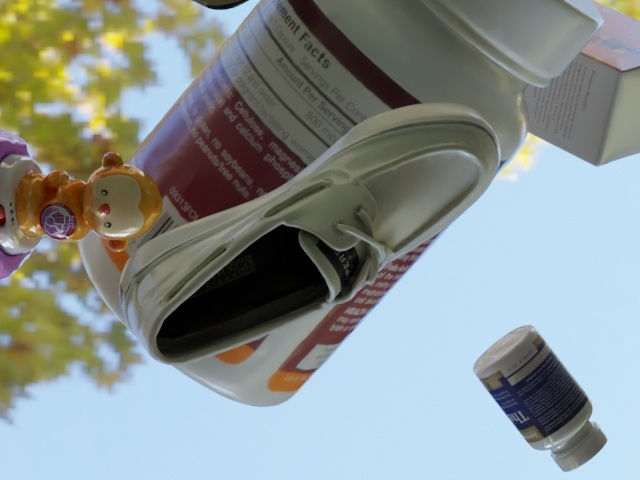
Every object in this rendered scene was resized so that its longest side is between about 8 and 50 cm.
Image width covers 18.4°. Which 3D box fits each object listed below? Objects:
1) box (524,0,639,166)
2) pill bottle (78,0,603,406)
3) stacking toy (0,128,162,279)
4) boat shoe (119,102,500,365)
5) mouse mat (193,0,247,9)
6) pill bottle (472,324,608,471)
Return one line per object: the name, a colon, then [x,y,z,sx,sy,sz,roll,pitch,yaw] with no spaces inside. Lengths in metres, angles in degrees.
box: [0.227,-0.148,1.736,0.130,0.170,0.091,-17,-54,-44]
pill bottle: [0.014,-0.082,1.499,0.392,0.224,0.224,-48,-40,16]
stacking toy: [-0.251,-0.024,1.364,0.166,0.302,0.175,-31,-60,-69]
boat shoe: [0.000,0.000,1.255,0.268,0.088,0.096,-22,-60,-6]
mouse mat: [-0.049,-0.188,1.142,0.153,0.190,0.007,-32,-53,-24]
pill bottle: [0.190,0.137,1.684,0.120,0.067,0.067,52,-128,-6]
